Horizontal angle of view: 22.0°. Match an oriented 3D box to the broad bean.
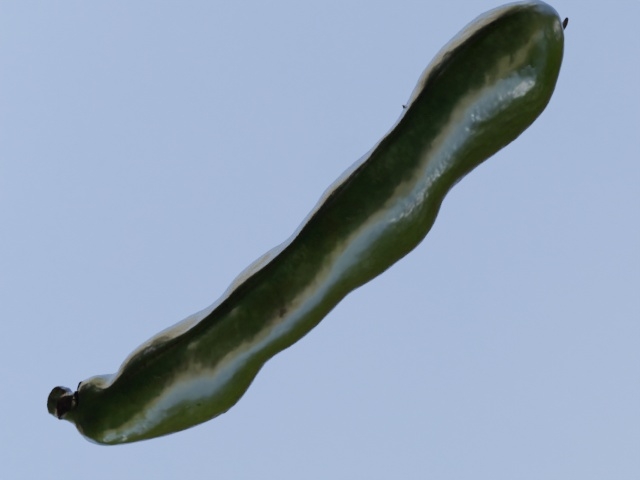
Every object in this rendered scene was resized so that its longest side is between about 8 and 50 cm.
[{"bbox_3d":[0.001,0.000,0.641,0.256,0.052,0.053,-41,-94,8],"label":"broad bean"}]
